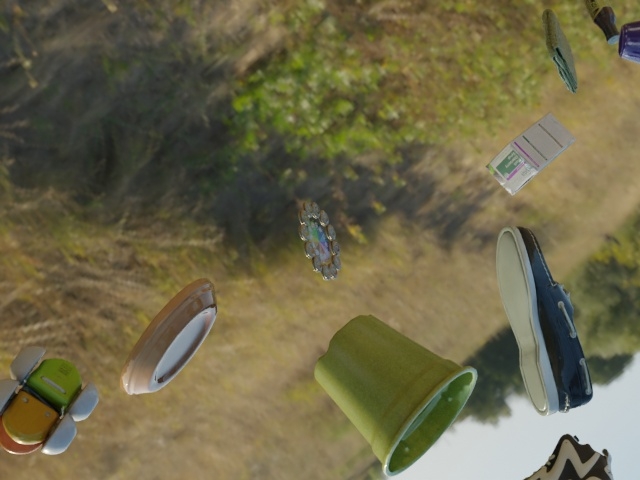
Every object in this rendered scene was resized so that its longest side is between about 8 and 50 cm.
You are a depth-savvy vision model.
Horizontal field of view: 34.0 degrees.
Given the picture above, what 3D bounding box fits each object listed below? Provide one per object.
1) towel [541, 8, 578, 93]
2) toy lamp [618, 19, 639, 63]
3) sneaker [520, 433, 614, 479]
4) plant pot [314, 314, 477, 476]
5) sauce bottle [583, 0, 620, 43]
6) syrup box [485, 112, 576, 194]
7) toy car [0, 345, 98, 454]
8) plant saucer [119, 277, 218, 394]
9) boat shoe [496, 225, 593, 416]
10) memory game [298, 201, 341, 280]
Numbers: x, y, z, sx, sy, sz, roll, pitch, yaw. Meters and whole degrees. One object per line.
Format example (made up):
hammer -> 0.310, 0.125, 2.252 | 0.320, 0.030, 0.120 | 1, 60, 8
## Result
towel -> 0.429, -0.341, 1.882 | 0.027, 0.110, 0.148 | -20, -140, 23
toy lamp -> 0.567, -0.278, 1.491 | 0.080, 0.274, 0.080 | 6, 90, -84
sneaker -> 0.426, 0.426, 1.909 | 0.235, 0.094, 0.153 | -17, -143, 37
plant pot -> 0.135, 0.293, 2.139 | 0.276, 0.254, 0.276 | -39, 154, -24
sauce bottle -> 0.507, -0.412, 1.888 | 0.042, 0.128, 0.042 | -13, 153, -7
syrup box -> 0.485, -0.202, 2.407 | 0.237, 0.096, 0.093 | -33, 168, -48
toy car -> -0.483, 0.285, 1.786 | 0.136, 0.159, 0.182 | -49, -171, 43
plant saucer -> -0.210, 0.145, 1.504 | 0.200, 0.037, 0.200 | -51, 168, -15
boat shoe -> 0.351, 0.119, 1.641 | 0.091, 0.303, 0.114 | -12, -178, -14
memory game -> 0.000, 0.000, 2.312 | 0.012, 0.186, 0.186 | -19, 179, 22
